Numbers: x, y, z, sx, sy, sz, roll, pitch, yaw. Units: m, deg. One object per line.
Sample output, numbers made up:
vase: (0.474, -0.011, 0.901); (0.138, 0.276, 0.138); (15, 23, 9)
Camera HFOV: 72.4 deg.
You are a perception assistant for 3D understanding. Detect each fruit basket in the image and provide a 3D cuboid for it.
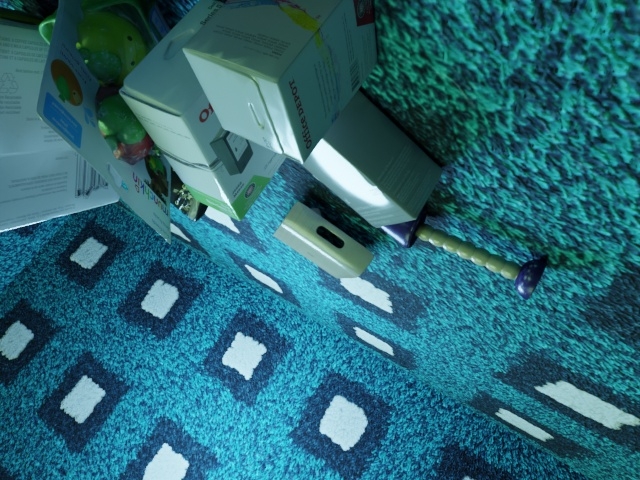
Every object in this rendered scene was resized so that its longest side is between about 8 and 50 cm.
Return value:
fruit basket: (-0.300, -0.219, 0.696); (0.327, 0.165, 0.353); (71, -178, -61)

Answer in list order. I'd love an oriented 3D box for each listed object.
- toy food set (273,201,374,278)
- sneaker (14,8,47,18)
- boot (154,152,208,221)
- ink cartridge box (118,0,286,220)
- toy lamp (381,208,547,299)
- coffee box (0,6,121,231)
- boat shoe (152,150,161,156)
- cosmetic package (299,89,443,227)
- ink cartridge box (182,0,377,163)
toy food set: (0.000, 0.000, 1.128); (0.219, 0.092, 0.306); (34, 170, -5)
sneaker: (-0.618, -0.441, 1.002); (0.296, 0.111, 0.129); (23, 147, 21)
boot: (-0.335, -0.176, 1.033); (0.178, 0.085, 0.237); (26, 121, 3)
ink cartridge box: (-0.151, -0.190, 0.691); (0.114, 0.199, 0.273); (26, 161, 18)
toy lamp: (0.232, 0.011, 0.748); (0.274, 0.080, 0.080); (27, 161, 22)
coffee box: (-0.609, -0.252, 0.820); (0.334, 0.339, 0.337); (22, -159, 13)
boat shoe: (-0.379, -0.218, 1.148); (0.335, 0.112, 0.095); (28, 157, 6)
cosmetic package: (0.050, -0.132, 0.657); (0.237, 0.107, 0.127); (35, 165, -15)
ink cartridge box: (-0.035, -0.205, 0.491); (0.127, 0.176, 0.128); (26, 160, 21)
